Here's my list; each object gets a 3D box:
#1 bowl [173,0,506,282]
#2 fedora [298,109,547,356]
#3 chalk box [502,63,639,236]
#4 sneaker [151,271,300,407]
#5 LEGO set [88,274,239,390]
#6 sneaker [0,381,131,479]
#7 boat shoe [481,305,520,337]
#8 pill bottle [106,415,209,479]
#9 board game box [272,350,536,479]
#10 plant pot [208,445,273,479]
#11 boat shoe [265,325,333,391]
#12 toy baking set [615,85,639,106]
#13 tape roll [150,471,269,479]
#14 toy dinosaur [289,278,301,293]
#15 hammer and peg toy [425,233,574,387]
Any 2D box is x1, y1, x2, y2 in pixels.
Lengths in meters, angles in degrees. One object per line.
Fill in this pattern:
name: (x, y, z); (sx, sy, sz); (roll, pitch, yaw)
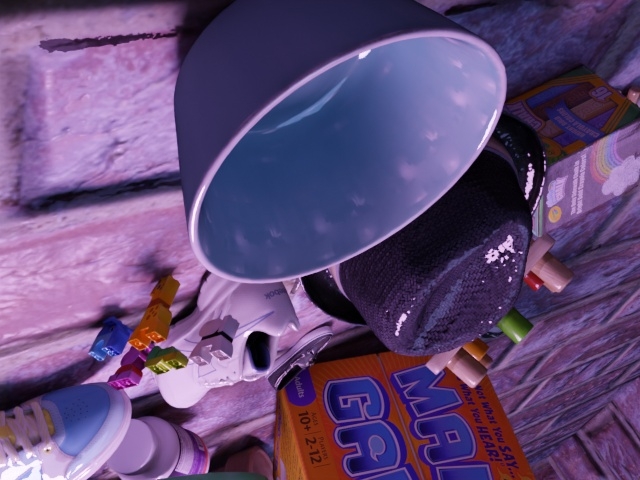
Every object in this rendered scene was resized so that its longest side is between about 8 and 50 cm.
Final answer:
bowl: (-0.007, -0.117, 0.791); (0.311, 0.163, 0.311); (-25, 152, -14)
fedora: (0.138, 0.017, 0.991); (0.334, 0.152, 0.334); (-12, 136, -12)
chalk box: (0.292, -0.107, 1.138); (0.213, 0.132, 0.132); (-25, 138, -11)
sneaker: (-0.131, 0.144, 1.145); (0.111, 0.129, 0.297); (-9, 147, -42)
LEGO set: (-0.194, 0.102, 1.053); (0.227, 0.093, 0.087); (-20, 129, 40)
sneaker: (-0.390, 0.243, 1.043); (0.319, 0.127, 0.208); (-27, 154, -12)
boat shoe: (0.329, 0.162, 1.726); (0.070, 0.078, 0.219); (-45, 153, 22)
pill bottle: (-0.255, 0.332, 1.355); (0.108, 0.108, 0.193); (-33, 153, 2)
board game box: (0.128, 0.440, 1.528); (0.356, 0.356, 0.356); (-8, 137, -13)
plant pot: (-0.196, 0.545, 1.678); (0.229, 0.263, 0.263); (-15, 155, 8)
boat shoe: (-0.030, 0.194, 1.436); (0.142, 0.040, 0.049); (-40, 152, 16)
toy baking set: (0.388, -0.155, 1.299); (0.196, 0.030, 0.256); (-23, 152, -17)
tape roll: (-0.234, 0.438, 1.373); (0.321, 0.077, 0.321); (-9, 157, -4)
toy dinosaur: (0.000, 0.000, 1.098); (0.118, 0.064, 0.268); (-3, 153, 6)
hammer and peg toy: (0.299, 0.055, 1.327); (0.361, 0.127, 0.266); (-49, 168, 6)
